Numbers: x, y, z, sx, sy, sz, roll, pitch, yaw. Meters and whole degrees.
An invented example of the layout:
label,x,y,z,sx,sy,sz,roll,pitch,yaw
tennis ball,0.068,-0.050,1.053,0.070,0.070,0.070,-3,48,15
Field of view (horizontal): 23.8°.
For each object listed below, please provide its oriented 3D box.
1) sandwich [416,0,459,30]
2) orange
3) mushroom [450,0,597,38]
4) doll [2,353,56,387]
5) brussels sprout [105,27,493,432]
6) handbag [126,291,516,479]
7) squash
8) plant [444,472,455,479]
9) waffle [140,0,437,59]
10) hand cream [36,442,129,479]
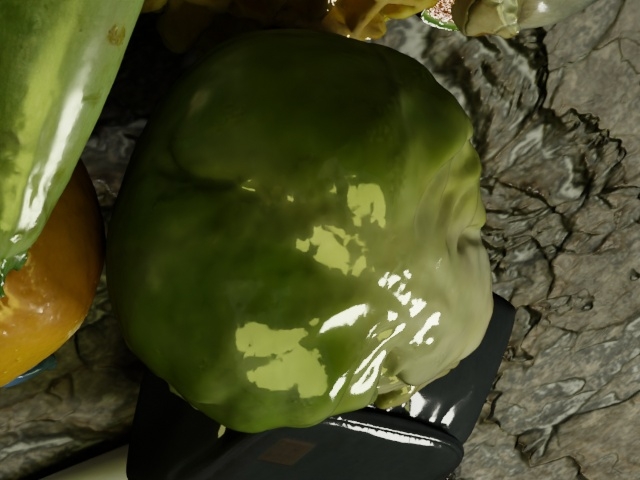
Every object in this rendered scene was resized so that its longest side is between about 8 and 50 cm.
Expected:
label,x,y,z,sx,sy,sz,roll,pitch,yaw
sandwich,0.133,-0.207,1.210,0.135,0.029,0.067,-30,139,-6
orange,-0.254,-0.002,1.026,0.219,0.193,0.219,5,82,-40
mushroom,0.207,-0.227,1.151,0.278,0.099,0.096,-34,164,-23
doll,-0.293,0.100,1.217,0.206,0.067,0.110,-3,141,-45
brussels sprout,-0.006,-0.012,1.052,0.316,0.274,0.242,-5,175,-43
handbag,0.006,0.137,1.301,0.302,0.178,0.275,18,90,-39
squash,-0.162,-0.148,0.892,0.118,0.118,0.371,15,97,-41
plant,0.106,0.332,1.620,0.204,0.178,0.234,2,119,-19
waffle,0.011,-0.231,1.053,0.329,0.062,0.329,-20,148,-13
hand cream,-0.182,0.237,1.424,0.247,0.083,0.133,-20,138,0
